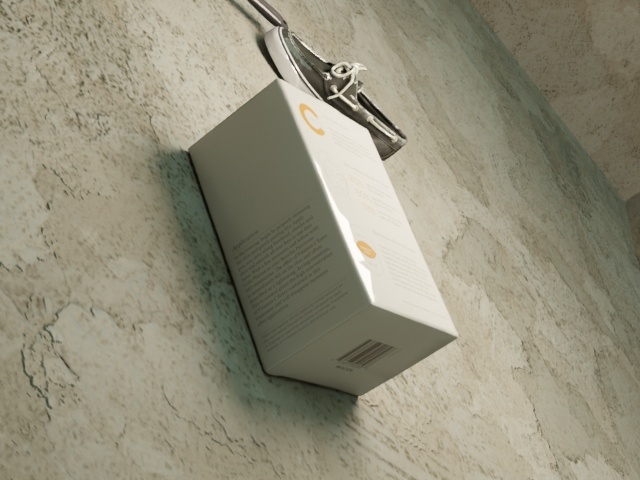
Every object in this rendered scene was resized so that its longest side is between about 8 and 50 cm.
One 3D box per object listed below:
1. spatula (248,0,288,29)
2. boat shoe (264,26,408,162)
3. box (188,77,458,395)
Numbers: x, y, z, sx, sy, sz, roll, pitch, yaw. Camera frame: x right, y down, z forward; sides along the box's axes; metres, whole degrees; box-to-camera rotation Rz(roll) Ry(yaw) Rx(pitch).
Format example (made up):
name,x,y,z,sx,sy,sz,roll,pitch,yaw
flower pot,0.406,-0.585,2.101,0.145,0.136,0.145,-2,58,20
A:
name,x,y,z,sx,sy,sz,roll,pitch,yaw
spatula,-0.162,-0.433,1.936,0.296,0.030,0.084,31,32,-31
boat shoe,0.032,-0.260,2.003,0.306,0.105,0.113,50,23,-12
box,0.000,0.000,1.496,0.215,0.168,0.345,23,39,-52
